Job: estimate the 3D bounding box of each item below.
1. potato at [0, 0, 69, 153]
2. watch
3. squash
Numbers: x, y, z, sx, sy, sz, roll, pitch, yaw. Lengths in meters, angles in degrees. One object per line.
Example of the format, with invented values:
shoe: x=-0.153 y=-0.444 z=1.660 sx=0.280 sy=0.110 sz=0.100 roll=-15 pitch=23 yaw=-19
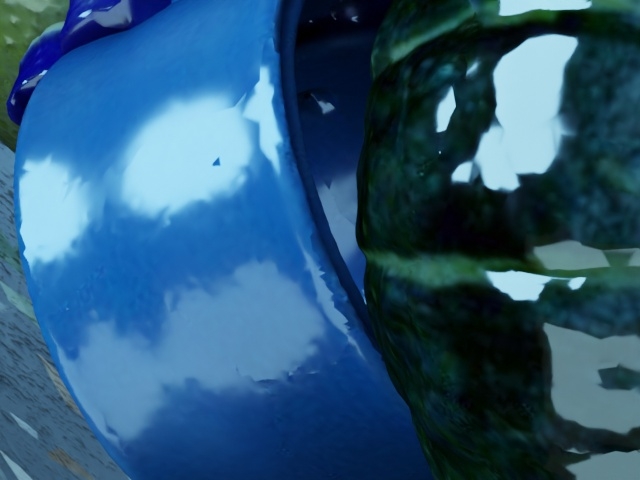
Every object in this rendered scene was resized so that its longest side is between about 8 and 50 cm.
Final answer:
potato: x=-0.070 y=-0.100 z=0.694 sx=0.174 sy=0.159 sz=0.251 roll=29 pitch=157 yaw=16
watch: x=0.000 y=-0.006 z=0.538 sx=0.171 sy=0.200 sz=0.196 roll=-31 pitch=131 yaw=34
squash: x=0.128 y=-0.009 z=0.429 sx=0.165 sy=0.252 sz=0.252 roll=9 pitch=137 yaw=59
